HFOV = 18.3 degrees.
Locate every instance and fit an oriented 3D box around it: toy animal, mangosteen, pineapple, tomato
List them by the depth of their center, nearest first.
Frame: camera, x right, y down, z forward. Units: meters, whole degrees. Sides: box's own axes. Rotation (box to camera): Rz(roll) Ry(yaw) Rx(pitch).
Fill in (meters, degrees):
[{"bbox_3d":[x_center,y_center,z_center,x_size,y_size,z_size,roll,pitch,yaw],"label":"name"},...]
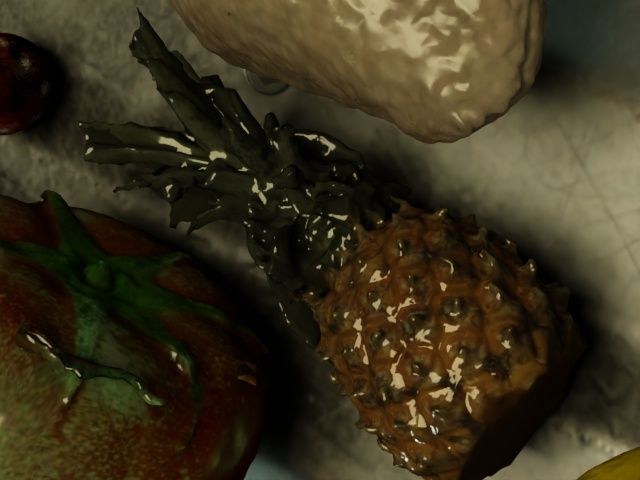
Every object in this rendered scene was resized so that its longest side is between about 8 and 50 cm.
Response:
[{"bbox_3d":[0.011,-0.206,1.249,0.358,0.188,0.226,23,113,38],"label":"toy animal"},{"bbox_3d":[0.002,0.000,1.275,0.364,0.165,0.165,40,112,23],"label":"pineapple"},{"bbox_3d":[-0.190,0.116,1.334,0.303,0.303,0.239,38,113,27],"label":"tomato"},{"bbox_3d":[-0.237,-0.115,1.486,0.081,0.081,0.081,1,91,33],"label":"mangosteen"}]

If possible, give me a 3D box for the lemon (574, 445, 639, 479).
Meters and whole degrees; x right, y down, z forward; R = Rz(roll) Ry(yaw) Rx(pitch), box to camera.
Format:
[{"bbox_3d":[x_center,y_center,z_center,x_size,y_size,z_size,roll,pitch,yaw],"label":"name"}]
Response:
[{"bbox_3d":[0.222,0.230,1.104,0.288,0.233,0.233,25,105,19],"label":"lemon"}]
